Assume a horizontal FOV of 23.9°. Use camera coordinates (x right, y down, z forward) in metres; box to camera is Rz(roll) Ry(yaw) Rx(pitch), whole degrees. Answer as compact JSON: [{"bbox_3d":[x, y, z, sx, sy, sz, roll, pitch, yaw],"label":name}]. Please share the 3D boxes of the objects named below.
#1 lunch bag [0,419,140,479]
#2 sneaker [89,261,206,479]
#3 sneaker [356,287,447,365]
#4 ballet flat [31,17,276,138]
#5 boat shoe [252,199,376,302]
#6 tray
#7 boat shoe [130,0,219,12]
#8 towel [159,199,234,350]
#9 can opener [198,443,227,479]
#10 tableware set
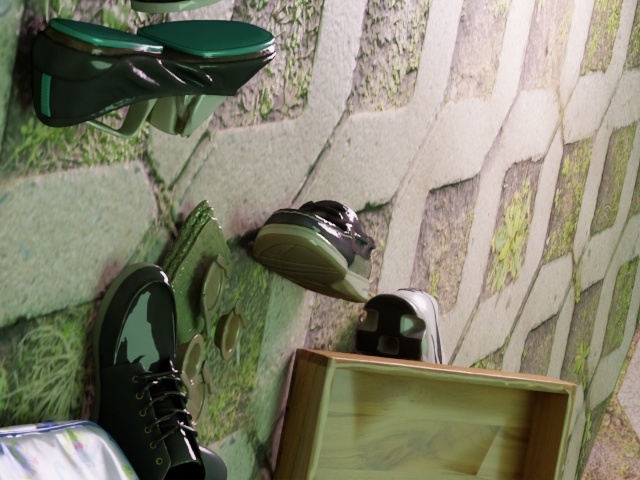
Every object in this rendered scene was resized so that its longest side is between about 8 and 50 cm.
[{"bbox_3d":[-0.213,0.230,1.197,0.090,0.176,0.219,-36,166,16],"label":"lunch bag"},{"bbox_3d":[-0.142,0.136,1.339,0.083,0.118,0.222,-5,108,-42],"label":"sneaker"},{"bbox_3d":[0.112,0.223,1.991,0.146,0.122,0.331,-14,116,-62],"label":"sneaker"},{"bbox_3d":[-0.143,-0.136,1.266,0.280,0.095,0.096,-10,121,-54],"label":"ballet flat"},{"bbox_3d":[0.000,0.000,1.652,0.285,0.102,0.092,40,60,-69],"label":"boat shoe"},{"bbox_3d":[0.134,0.255,1.869,0.411,0.076,0.203,10,91,-36],"label":"tray"},{"bbox_3d":[-0.091,-0.267,1.294,0.254,0.095,0.079,-50,147,-50],"label":"boat shoe"},{"bbox_3d":[-0.129,0.044,1.461,0.110,0.027,0.148,71,38,-53],"label":"towel"},{"bbox_3d":[-0.117,0.274,1.520,0.076,0.095,0.283,-64,147,-26],"label":"can opener"},{"bbox_3d":[-0.108,0.104,1.470,0.141,0.020,0.169,78,28,-58],"label":"tableware set"}]
